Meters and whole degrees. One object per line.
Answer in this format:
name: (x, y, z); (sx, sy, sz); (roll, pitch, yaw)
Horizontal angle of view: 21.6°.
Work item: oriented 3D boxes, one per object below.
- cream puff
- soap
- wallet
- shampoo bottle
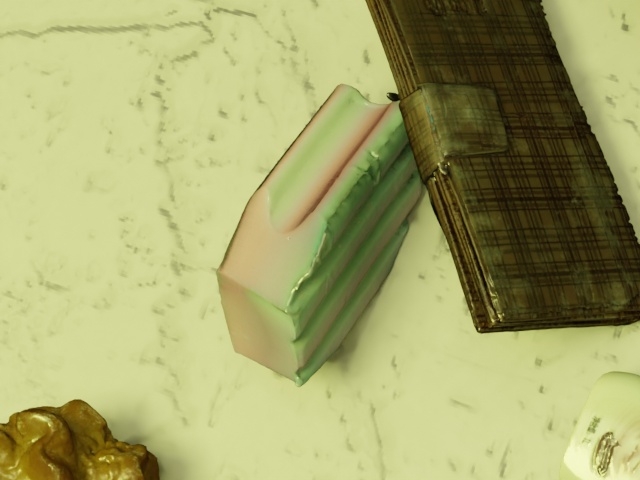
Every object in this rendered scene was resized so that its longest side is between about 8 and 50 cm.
cream puff: (-0.145, 0.145, 0.918); (0.094, 0.122, 0.116); (58, 133, 29)
soap: (0.000, 0.000, 0.921); (0.056, 0.100, 0.149); (19, 54, 25)
wallet: (0.099, -0.059, 0.915); (0.042, 0.124, 0.230); (-40, 60, 50)
shampoo bottle: (0.202, 0.127, 0.861); (0.152, 0.045, 0.077); (24, 80, 19)
